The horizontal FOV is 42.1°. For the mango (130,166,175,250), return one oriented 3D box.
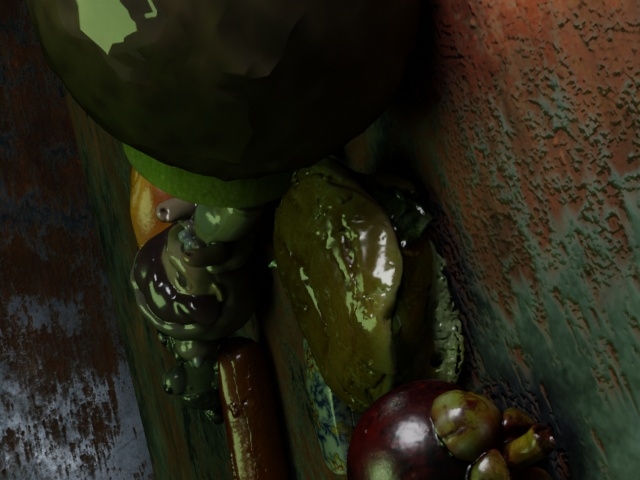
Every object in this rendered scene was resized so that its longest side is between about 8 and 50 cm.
[{"bbox_3d":[-0.309,-0.117,1.656,0.187,0.137,0.257,-120,27,-78],"label":"mango"}]

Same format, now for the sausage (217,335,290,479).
[{"bbox_3d":[-0.115,0.330,1.438,0.102,0.102,0.331,171,89,-68],"label":"sausage"}]

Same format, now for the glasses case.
[{"bbox_3d":[0.018,0.179,1.086,0.087,0.065,0.248,-4,94,62],"label":"glasses case"}]

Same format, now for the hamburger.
[{"bbox_3d":[0.037,0.055,0.902,0.266,0.134,0.285,116,140,-52],"label":"hamburger"}]

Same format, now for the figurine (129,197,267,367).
[{"bbox_3d":[-0.181,0.020,1.358,0.248,0.203,0.381,59,139,27],"label":"figurine"}]

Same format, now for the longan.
[{"bbox_3d":[-0.082,-0.251,0.782,0.391,0.390,0.392,169,90,-68],"label":"longan"}]

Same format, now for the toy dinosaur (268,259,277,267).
[{"bbox_3d":[-0.013,0.048,1.150,0.106,0.044,0.187,57,138,17],"label":"toy dinosaur"}]

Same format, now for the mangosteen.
[{"bbox_3d":[0.122,0.208,0.745,0.200,0.199,0.200,169,90,-68],"label":"mangosteen"}]

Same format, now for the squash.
[{"bbox_3d":[-0.121,-0.136,1.040,0.252,0.251,0.049,-123,31,-43],"label":"squash"}]

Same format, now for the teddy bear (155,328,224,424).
[{"bbox_3d":[-0.247,0.237,1.660,0.171,0.144,0.251,-46,59,46],"label":"teddy bear"}]
